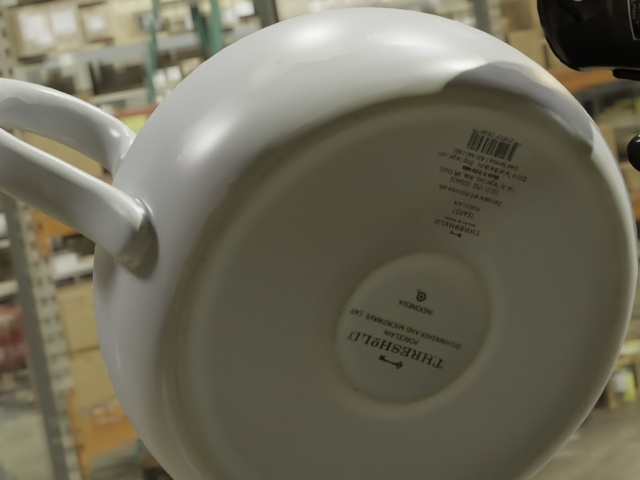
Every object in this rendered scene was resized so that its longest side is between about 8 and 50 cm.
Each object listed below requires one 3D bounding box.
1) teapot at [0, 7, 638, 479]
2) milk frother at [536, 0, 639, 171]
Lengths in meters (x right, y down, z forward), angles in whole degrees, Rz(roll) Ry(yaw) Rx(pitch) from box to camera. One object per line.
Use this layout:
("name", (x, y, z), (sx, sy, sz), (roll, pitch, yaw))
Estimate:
("teapot", (0.000, 0.000, 0.753), (0.252, 0.256, 0.187), (-28, 32, -10))
("milk frother", (0.181, -0.095, 0.650), (0.134, 0.129, 0.143), (15, 44, 40))
